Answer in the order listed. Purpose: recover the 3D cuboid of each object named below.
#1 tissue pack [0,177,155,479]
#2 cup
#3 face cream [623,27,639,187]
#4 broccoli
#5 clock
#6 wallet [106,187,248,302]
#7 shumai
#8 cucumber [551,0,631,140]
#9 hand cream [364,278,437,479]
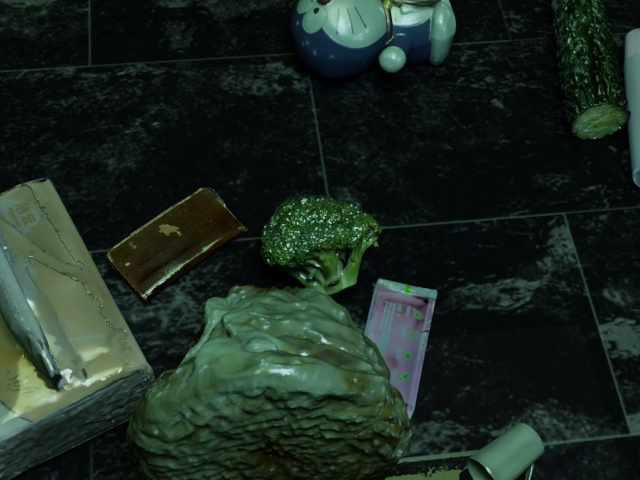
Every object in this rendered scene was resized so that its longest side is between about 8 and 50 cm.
[{"bbox_3d":[-0.356,0.083,1.128,0.239,0.238,0.305,-25,63,-17],"label":"tissue pack"},{"bbox_3d":[0.230,0.268,1.148,0.083,0.054,0.075,-32,64,-23],"label":"cup"},{"bbox_3d":[0.506,-0.198,1.437,0.107,0.073,0.269,20,56,-15],"label":"face cream"},{"bbox_3d":[0.000,0.000,1.256,0.162,0.146,0.137,-22,101,-2],"label":"broccoli"},{"bbox_3d":[0.074,-0.323,1.448,0.243,0.146,0.199,-6,54,-12],"label":"clock"},{"bbox_3d":[-0.195,0.003,1.301,0.176,0.026,0.095,-38,74,-22],"label":"wallet"},{"bbox_3d":[-0.055,0.137,1.087,0.309,0.304,0.263,2,47,-2],"label":"shumai"},{"bbox_3d":[0.407,-0.325,1.493,0.096,0.096,0.359,1,59,-3],"label":"cucumber"},{"bbox_3d":[0.084,0.166,1.213,0.079,0.050,0.275,28,52,-16],"label":"hand cream"}]
